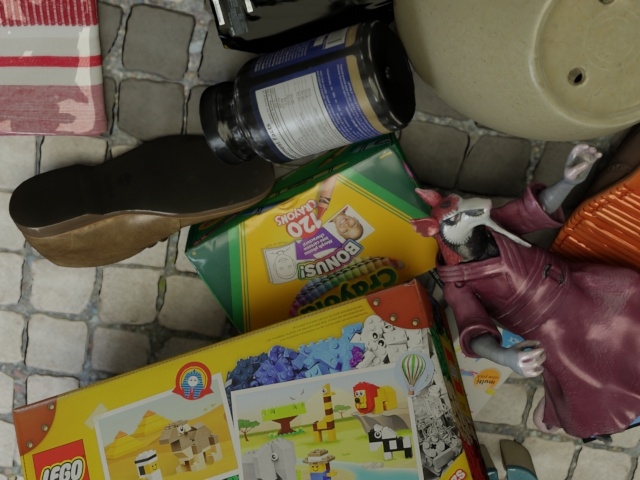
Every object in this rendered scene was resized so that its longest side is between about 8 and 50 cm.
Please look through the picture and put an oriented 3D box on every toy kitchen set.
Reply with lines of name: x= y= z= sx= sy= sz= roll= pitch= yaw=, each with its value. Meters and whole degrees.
toy kitchen set: x=0.195 y=0.379 z=1.556 sx=0.207 sy=0.122 sz=0.166 roll=-10 pitch=116 yaw=4

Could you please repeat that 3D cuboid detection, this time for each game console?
game console: x=-0.040 y=-0.378 z=1.230 sx=0.213 sy=0.044 sz=0.361 roll=-12 pitch=116 yaw=3

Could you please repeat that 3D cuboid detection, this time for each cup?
cup: x=0.258 y=-0.233 z=1.178 sx=0.331 sy=0.237 sz=0.331 roll=-4 pitch=116 yaw=-8

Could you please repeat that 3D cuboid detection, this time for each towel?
towel: x=-0.366 y=-0.269 z=1.279 sx=0.237 sy=0.037 sz=0.329 roll=-1 pitch=116 yaw=-1

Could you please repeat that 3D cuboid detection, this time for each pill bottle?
pill bottle: x=-0.017 y=-0.154 z=1.277 sx=0.219 sy=0.123 sz=0.122 roll=-14 pitch=117 yaw=25

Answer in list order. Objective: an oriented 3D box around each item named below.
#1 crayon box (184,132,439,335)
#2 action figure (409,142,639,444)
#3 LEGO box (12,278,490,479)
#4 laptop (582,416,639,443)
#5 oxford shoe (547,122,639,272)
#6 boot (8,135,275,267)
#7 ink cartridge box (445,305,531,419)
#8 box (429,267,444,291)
crayon box: x=0.000 y=0.000 z=1.390 sx=0.278 sy=0.081 sz=0.165 roll=-27 pitch=114 yaw=11
action figure: x=0.249 y=0.050 z=1.334 sx=0.370 sy=0.276 sz=0.248 roll=36 pitch=77 yaw=-9
LEGO box: x=-0.058 y=0.306 z=1.328 sx=0.500 sy=0.193 sz=0.372 roll=-19 pitch=71 yaw=11
laptop: x=0.436 y=0.162 z=1.447 sx=0.137 sy=0.264 sz=0.234 roll=-36 pitch=117 yaw=-25
oxford shoe: x=0.391 y=-0.073 z=1.347 sx=0.130 sy=0.132 sz=0.363 roll=31 pitch=131 yaw=-11
boot: x=-0.201 y=-0.041 z=1.376 sx=0.305 sy=0.112 sz=0.115 roll=-10 pitch=144 yaw=1
ink cartridge box: x=0.172 y=0.164 z=1.473 sx=0.104 sy=0.061 sz=0.181 roll=23 pitch=114 yaw=-27
box: x=0.169 y=0.030 z=1.443 sx=0.067 sy=0.018 sz=0.083 roll=-31 pitch=113 yaw=13
